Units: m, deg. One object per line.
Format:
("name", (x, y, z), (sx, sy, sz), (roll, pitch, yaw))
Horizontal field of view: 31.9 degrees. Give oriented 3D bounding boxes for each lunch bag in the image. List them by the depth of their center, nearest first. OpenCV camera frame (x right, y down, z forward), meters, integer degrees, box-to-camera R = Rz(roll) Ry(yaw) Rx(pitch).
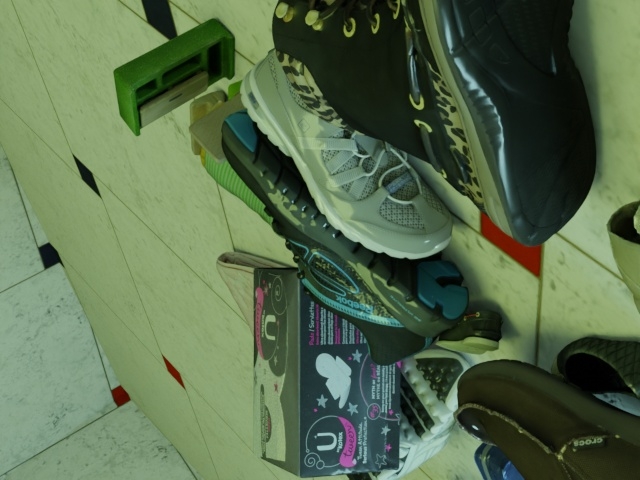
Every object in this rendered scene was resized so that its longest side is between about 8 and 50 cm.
("lunch bag", (0.231, 0.273, 1.335), (0.065, 0.067, 0.098), (23, 144, 55))

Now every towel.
("towel", (-0.023, 0.179, 1.773), (0.317, 0.053, 0.332), (14, 134, 61))

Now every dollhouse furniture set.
("dollhouse furniture set", (-0.138, -0.102, 1.446), (0.197, 0.151, 0.301), (48, 158, 19))

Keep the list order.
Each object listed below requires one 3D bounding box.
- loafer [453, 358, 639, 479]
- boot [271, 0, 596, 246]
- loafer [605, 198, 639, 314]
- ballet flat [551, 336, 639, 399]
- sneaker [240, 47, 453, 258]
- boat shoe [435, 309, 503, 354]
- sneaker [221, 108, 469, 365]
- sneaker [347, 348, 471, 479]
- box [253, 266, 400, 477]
("loafer", (0.245, 0.216, 1.062), (0.134, 0.130, 0.366), (40, 166, -32))
("boot", (0.068, -0.191, 0.896), (0.284, 0.138, 0.377), (33, 155, 46))
("loafer", (0.270, -0.010, 0.765), (0.092, 0.102, 0.268), (48, 160, 3))
("ballet flat", (0.263, 0.123, 1.058), (0.057, 0.049, 0.173), (57, 160, -3))
("sneaker", (0.033, -0.097, 1.150), (0.281, 0.105, 0.115), (44, 140, 5))
("boat shoe", (0.167, 0.104, 1.254), (0.049, 0.042, 0.133), (14, 167, -12))
("sneaker", (0.000, 0.000, 1.245), (0.341, 0.125, 0.140), (46, 131, 6))
("sneaker", (0.128, 0.226, 1.450), (0.110, 0.118, 0.292), (62, 144, 25))
("box", (0.002, 0.156, 1.400), (0.163, 0.142, 0.247), (178, 93, -66))
